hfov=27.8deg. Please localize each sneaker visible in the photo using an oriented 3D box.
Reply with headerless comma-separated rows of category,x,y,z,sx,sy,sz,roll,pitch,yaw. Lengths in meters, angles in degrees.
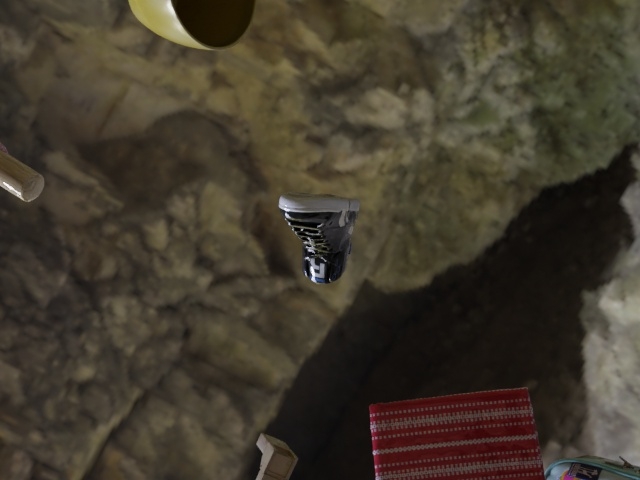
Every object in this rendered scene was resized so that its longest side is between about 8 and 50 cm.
sneaker,0.000,0.000,1.710,0.217,0.079,0.121,-2,-80,-71

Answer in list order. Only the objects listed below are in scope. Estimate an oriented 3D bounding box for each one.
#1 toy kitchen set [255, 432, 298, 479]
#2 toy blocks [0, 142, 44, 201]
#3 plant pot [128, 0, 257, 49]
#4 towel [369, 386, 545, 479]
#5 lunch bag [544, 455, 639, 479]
toy kitchen set,-0.051,0.292,1.568,0.083,0.068,0.075,-65,17,1
toy blocks,-0.577,-0.050,1.657,0.289,0.260,0.309,-62,-25,6
plant pot,-0.145,-0.263,1.354,0.095,0.134,0.134,1,56,39
towel,0.168,0.316,1.500,0.031,0.199,0.275,105,158,-74
lunch bag,0.386,0.423,1.697,0.108,0.224,0.279,16,-94,-55
